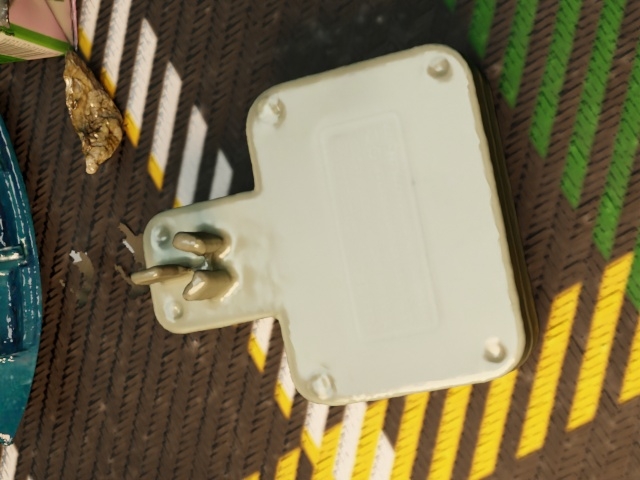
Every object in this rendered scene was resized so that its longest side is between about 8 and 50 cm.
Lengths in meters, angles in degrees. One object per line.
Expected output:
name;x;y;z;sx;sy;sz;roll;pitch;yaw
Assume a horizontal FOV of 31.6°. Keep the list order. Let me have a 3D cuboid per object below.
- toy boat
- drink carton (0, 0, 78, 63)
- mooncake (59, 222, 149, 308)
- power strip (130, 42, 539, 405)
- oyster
toy boat;-0.283;0.019;0.912;0.062;0.096;0.299;-25;75;56
drink carton;-0.339;-0.223;0.922;0.271;0.108;0.161;-4;90;21
mooncake;-0.235;0.152;0.927;0.347;0.057;0.150;-46;74;18
power strip;0.000;0.000;0.786;0.261;0.141;0.229;-12;87;19
oyster;-0.179;-0.104;0.888;0.038;0.081;0.083;-8;124;0
